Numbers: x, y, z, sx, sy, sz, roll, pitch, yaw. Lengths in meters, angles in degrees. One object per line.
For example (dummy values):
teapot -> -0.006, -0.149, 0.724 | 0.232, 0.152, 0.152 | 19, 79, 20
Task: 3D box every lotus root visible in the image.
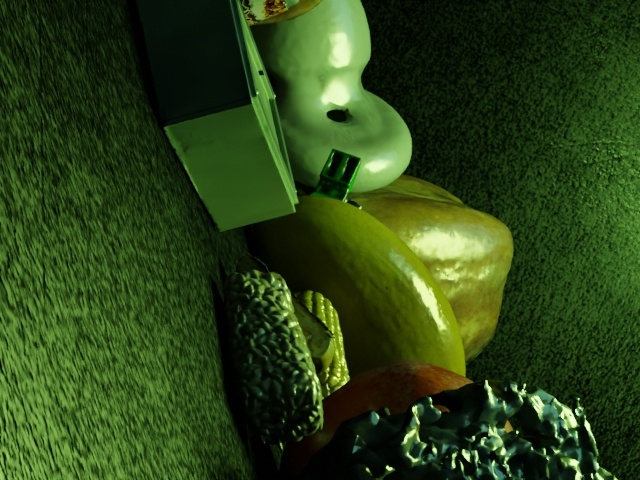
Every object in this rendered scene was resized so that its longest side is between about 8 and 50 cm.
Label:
lotus root -> 0.097, 0.058, 2.530 | 0.316, 0.250, 0.316 | 179, -90, -68

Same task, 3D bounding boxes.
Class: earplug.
earplug -> -0.003, -0.200, 2.456 | 0.175, 0.214, 0.325 | -43, -119, 52

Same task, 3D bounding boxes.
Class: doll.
doll -> -0.004, 0.005, 2.301 | 0.134, 0.106, 0.186 | -56, 158, -45

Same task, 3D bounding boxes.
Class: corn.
corn -> -0.013, 0.117, 1.992 | 0.238, 0.080, 0.080 | -102, 176, -70

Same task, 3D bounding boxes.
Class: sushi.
sushi -> 0.111, 0.307, 1.541 | 0.417, 0.176, 0.417 | 14, 72, -51

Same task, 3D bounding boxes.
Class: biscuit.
biscuit -> -0.044, 0.097, 1.672 | 0.168, 0.070, 0.082 | -107, -174, -51

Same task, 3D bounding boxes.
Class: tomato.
tomato -> 0.078, 0.220, 1.754 | 0.188, 0.232, 0.232 | -145, -144, -67

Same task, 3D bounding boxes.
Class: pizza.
pizza -> -0.041, 0.071, 1.805 | 0.131, 0.041, 0.178 | 57, -14, -26

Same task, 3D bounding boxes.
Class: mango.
mango -> 0.052, 0.093, 2.165 | 0.142, 0.195, 0.331 | -71, 148, -56

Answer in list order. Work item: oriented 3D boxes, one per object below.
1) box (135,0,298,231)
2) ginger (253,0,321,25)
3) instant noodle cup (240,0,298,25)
box -> -0.087, -0.117, 1.744 | 0.225, 0.086, 0.129 | 69, 7, -66
ginger -> -0.067, -0.385, 2.262 | 0.223, 0.200, 0.269 | -103, 175, -52
instant noodle cup -> -0.094, -0.285, 2.016 | 0.177, 0.125, 0.208 | 69, 7, -64
